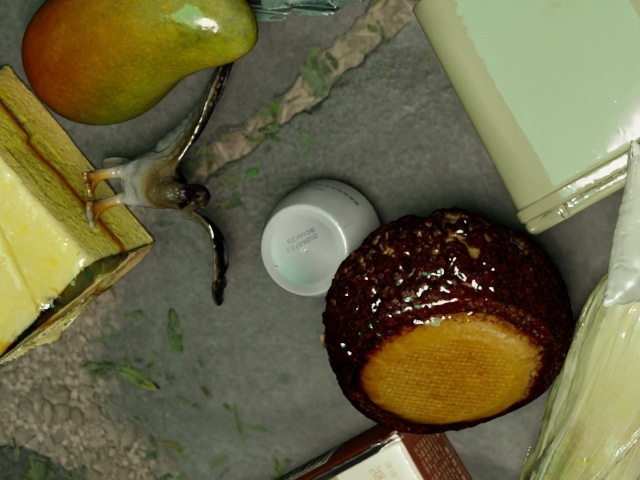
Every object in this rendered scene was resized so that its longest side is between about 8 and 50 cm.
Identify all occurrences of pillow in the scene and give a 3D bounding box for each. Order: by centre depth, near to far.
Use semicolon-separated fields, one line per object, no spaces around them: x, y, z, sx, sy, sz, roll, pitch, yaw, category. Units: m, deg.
0.358;-0.002;1.466;0.254;0.078;0.144;7;93;-27;pillow

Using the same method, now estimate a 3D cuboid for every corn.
0.280;0.166;1.570;0.123;0.122;0.305;14;104;-9;corn

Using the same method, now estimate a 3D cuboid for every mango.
-0.189;-0.198;1.610;0.289;0.129;0.146;-24;88;42;mango

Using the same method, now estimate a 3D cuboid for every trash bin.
0.239;-0.166;1.521;0.243;0.121;0.247;-29;89;21;trash bin

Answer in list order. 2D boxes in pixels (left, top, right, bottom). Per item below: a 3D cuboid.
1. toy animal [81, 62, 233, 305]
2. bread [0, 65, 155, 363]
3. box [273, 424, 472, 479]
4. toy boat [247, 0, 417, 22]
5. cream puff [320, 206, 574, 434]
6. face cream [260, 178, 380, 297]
-0.154;-0.042;1.632;0.160;0.197;0.272;-3;107;9;toy animal
-0.324;-0.029;1.708;0.163;0.168;0.264;-42;84;21;bread
0.048;0.416;1.699;0.344;0.122;0.385;-31;91;20;box
-0.027;-0.274;1.582;0.296;0.114;0.122;7;120;23;toy boat
0.119;0.069;1.558;0.239;0.165;0.239;-3;139;-2;cream puff
0.000;0.000;1.636;0.117;0.104;0.117;4;103;19;face cream
